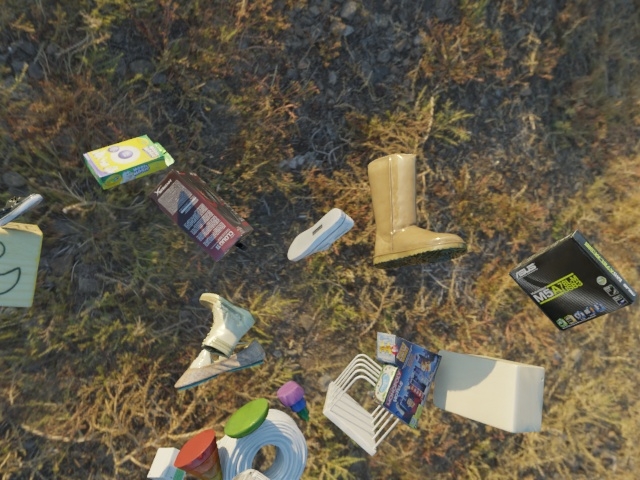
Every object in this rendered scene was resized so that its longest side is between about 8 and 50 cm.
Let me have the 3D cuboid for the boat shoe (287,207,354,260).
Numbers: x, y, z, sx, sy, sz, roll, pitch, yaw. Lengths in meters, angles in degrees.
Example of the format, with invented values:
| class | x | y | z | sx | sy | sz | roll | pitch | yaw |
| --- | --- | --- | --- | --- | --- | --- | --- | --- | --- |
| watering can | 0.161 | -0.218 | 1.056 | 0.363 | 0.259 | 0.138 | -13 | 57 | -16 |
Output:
| class | x | y | z | sx | sy | sz | roll | pitch | yaw |
| --- | --- | --- | --- | --- | --- | --- | --- | --- | --- |
| boat shoe | 0.000 | 0.000 | 1.463 | 0.084 | 0.258 | 0.095 | 31 | 39 | -33 |

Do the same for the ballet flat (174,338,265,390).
| class | x | y | z | sx | sy | sz | roll | pitch | yaw |
| --- | --- | --- | --- | --- | --- | --- | --- | --- | --- |
| ballet flat | -0.351 | 0.414 | 1.548 | 0.316 | 0.107 | 0.106 | -15 | 86 | -19 |

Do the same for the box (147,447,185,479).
| class | x | y | z | sx | sy | sz | roll | pitch | yaw |
| --- | --- | --- | --- | --- | --- | --- | --- | --- | --- |
| box | -0.531 | 0.795 | 1.585 | 0.087 | 0.102 | 0.101 | 43 | 43 | -30 |

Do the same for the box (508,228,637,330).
| class | x | y | z | sx | sy | sz | roll | pitch | yaw |
| --- | --- | --- | --- | --- | --- | --- | --- | --- | --- |
| box | 0.562 | 0.096 | 1.020 | 0.184 | 0.190 | 0.045 | 49 | 51 | 6 |

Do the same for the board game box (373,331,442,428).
| class | x | y | z | sx | sy | sz | roll | pitch | yaw |
| --- | --- | --- | --- | --- | --- | --- | --- | --- | --- |
| board game box | 0.190 | 0.314 | 1.074 | 0.194 | 0.060 | 0.194 | 44 | 61 | -30 |

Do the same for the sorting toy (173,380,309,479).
| class | x | y | z | sx | sy | sz | roll | pitch | yaw |
| --- | --- | --- | --- | --- | --- | --- | --- | --- | --- |
| sorting toy | -0.182 | 0.506 | 1.149 | 0.366 | 0.127 | 0.126 | -31 | 99 | -4 |

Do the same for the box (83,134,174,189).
| class | x | y | z | sx | sy | sz | roll | pitch | yaw |
| --- | --- | --- | --- | --- | --- | --- | --- | --- | --- |
| box | -0.456 | -0.194 | 1.083 | 0.179 | 0.105 | 0.043 | -28 | 146 | -31 |

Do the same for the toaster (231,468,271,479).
| class | x | y | z | sx | sy | sz | roll | pitch | yaw |
| --- | --- | --- | --- | --- | --- | --- | --- | --- | --- |
| toaster | -0.149 | 0.615 | 0.987 | 0.227 | 0.129 | 0.146 | 39 | 38 | -5 |

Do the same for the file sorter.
| class | x | y | z | sx | sy | sz | roll | pitch | yaw |
| --- | --- | --- | --- | --- | --- | --- | --- | --- | --- |
| file sorter | 0.144 | 0.510 | 1.458 | 0.193 | 0.278 | 0.173 | 39 | 93 | 4 |

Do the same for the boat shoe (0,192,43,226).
| class | x | y | z | sx | sy | sz | roll | pitch | yaw |
| --- | --- | --- | --- | --- | --- | --- | --- | --- | --- |
| boat shoe | -0.690 | -0.075 | 1.018 | 0.142 | 0.049 | 0.040 | -25 | 108 | 20 |

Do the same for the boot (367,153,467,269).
| class | x | y | z | sx | sy | sz | roll | pitch | yaw |
| --- | --- | --- | --- | --- | --- | --- | --- | --- | --- |
| boot | 0.213 | -0.081 | 1.048 | 0.089 | 0.236 | 0.269 | 25 | 61 | -51 |

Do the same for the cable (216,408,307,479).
| class | x | y | z | sx | sy | sz | roll | pitch | yaw |
| --- | --- | --- | --- | --- | --- | --- | --- | --- | --- |
| cable | -0.160 | 0.604 | 1.253 | 0.257 | 0.089 | 0.257 | -46 | 111 | -21 |

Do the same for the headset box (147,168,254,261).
| class | x | y | z | sx | sy | sz | roll | pitch | yaw |
| --- | --- | --- | --- | --- | --- | --- | --- | --- | --- |
| headset box | -0.329 | -0.067 | 1.324 | 0.293 | 0.218 | 0.110 | 44 | 95 | -3 |

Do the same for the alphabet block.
| class | x | y | z | sx | sy | sz | roll | pitch | yaw |
| --- | --- | --- | --- | --- | --- | --- | --- | --- | --- |
| alphabet block | -0.810 | 0.049 | 1.098 | 0.197 | 0.193 | 0.192 | 8 | 95 | -36 |

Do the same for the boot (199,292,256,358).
| class | x | y | z | sx | sy | sz | roll | pitch | yaw |
| --- | --- | --- | --- | --- | --- | --- | --- | --- | --- |
| boot | -0.335 | 0.270 | 1.440 | 0.165 | 0.213 | 0.077 | -57 | 157 | -30 |

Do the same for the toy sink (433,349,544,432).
| class | x | y | z | sx | sy | sz | roll | pitch | yaw |
| --- | --- | --- | --- | --- | --- | --- | --- | --- | --- |
| toy sink | 0.424 | 0.374 | 1.143 | 0.131 | 0.234 | 0.152 | 14 | 79 | -33 |
